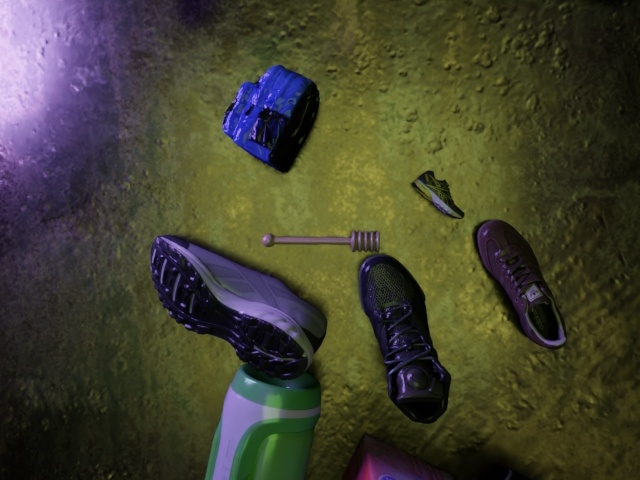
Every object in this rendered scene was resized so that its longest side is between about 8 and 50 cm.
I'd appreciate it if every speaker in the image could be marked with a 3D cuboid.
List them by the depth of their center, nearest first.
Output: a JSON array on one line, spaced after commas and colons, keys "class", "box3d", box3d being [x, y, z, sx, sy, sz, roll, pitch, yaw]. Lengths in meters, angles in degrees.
[{"class": "speaker", "box3d": [-0.084, 0.318, 0.725, 0.131, 0.131, 0.296, 12, 92, 0]}]

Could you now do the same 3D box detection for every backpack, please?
[{"class": "backpack", "box3d": [-0.061, -0.164, 0.721, 0.101, 0.098, 0.120, 31, 93, 3]}]

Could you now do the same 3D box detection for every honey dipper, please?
[{"class": "honey dipper", "box3d": [0.000, 0.000, 0.760, 0.161, 0.030, 0.030, 2, 92, 3]}]

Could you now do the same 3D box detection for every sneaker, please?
[{"class": "sneaker", "box3d": [0.111, 0.127, 0.715, 0.087, 0.130, 0.227, -14, 90, -1]}, {"class": "sneaker", "box3d": [0.274, 0.056, 0.737, 0.066, 0.071, 0.188, -30, 92, 2]}, {"class": "sneaker", "box3d": [-0.113, 0.076, 0.740, 0.271, 0.108, 0.100, 32, 125, 14]}, {"class": "sneaker", "box3d": [0.165, -0.062, 0.754, 0.083, 0.031, 0.035, 40, 92, -1]}]

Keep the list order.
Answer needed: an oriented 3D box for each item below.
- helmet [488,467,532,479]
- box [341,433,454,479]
[{"class": "helmet", "box3d": [0.254, 0.395, 0.701, 0.169, 0.169, 0.161, -46, 72, 2]}, {"class": "box", "box3d": [0.090, 0.366, 0.636, 0.142, 0.300, 0.154, 26, 93, 0]}]
